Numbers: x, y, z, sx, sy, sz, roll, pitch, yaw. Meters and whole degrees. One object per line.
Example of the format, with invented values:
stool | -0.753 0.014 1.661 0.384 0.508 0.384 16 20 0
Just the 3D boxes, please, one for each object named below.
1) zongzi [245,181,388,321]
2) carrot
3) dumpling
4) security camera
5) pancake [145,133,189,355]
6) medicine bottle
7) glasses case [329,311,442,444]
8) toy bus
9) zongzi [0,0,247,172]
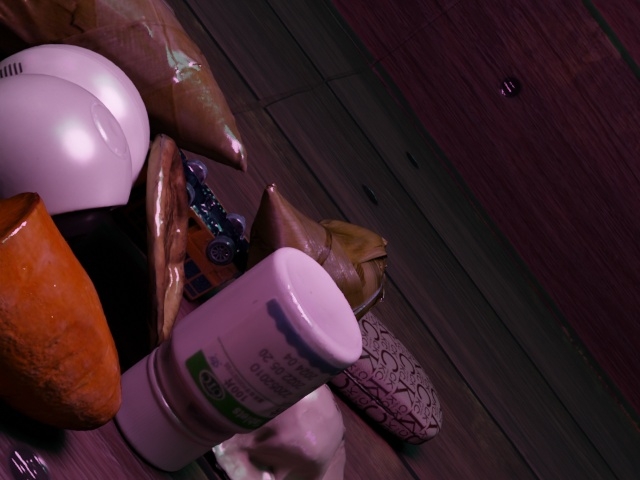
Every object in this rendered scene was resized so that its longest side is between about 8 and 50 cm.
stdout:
zongzi | 0.000 0.000 1.625 0.251 0.125 0.274 -44 140 -48
carrot | -0.259 0.083 1.140 0.225 0.159 0.159 60 13 -27
dumpling | -0.050 0.215 1.454 0.247 0.142 0.172 54 52 -22
security camera | -0.276 -0.081 1.272 0.194 0.194 0.236 50 15 -13
pancake | -0.170 0.005 1.415 0.250 0.031 0.250 -177 -90 -90
medicine bottle | -0.086 0.124 1.301 0.139 0.237 0.139 47 18 -20
glasses case | 0.047 0.153 1.833 0.355 0.085 0.137 44 25 -22
toy bus | -0.171 -0.027 1.589 0.182 0.103 0.091 54 21 -17
zongzi | -0.278 -0.242 1.488 0.356 0.174 0.393 32 9 -41
